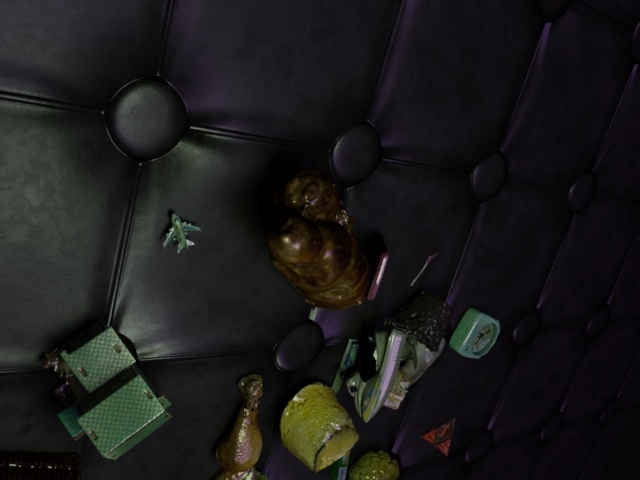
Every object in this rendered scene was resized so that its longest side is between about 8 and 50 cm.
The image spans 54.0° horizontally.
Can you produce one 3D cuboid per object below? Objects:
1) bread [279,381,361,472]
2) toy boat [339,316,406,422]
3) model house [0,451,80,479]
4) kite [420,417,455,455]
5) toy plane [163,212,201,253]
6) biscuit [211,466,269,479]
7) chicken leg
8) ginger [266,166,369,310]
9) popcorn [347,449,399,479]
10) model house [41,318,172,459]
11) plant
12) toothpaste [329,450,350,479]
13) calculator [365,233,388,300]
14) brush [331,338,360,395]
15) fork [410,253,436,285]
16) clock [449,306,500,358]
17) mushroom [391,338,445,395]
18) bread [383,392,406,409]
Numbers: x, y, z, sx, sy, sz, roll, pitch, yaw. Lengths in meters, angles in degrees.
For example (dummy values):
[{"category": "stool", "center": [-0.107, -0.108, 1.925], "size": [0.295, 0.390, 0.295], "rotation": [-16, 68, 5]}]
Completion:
[{"category": "bread", "center": [-0.008, 0.473, 1.596], "size": [0.197, 0.170, 0.197], "rotation": [-30, 140, -29]}, {"category": "toy boat", "center": [0.133, 0.331, 1.620], "size": [0.140, 0.140, 0.270], "rotation": [21, 100, -43]}, {"category": "model house", "center": [-0.504, 0.553, 1.205], "size": [0.317, 0.297, 0.283], "rotation": [23, 53, -38]}, {"category": "kite", "center": [0.422, 0.654, 2.135], "size": [0.125, 0.008, 0.222], "rotation": [-50, 133, -6]}, {"category": "toy plane", "center": [-0.275, -0.018, 1.222], "size": [0.080, 0.033, 0.083], "rotation": [-28, 120, -23]}, {"category": "biscuit", "center": [-0.203, 0.722, 1.639], "size": [0.335, 0.078, 0.329], "rotation": [29, 98, -41]}, {"category": "chicken leg", "center": [-0.182, 0.441, 1.504], "size": [0.107, 0.087, 0.252], "rotation": [-1, 107, -50]}, {"category": "ginger", "center": [0.000, 0.000, 1.343], "size": [0.418, 0.176, 0.254], "rotation": [54, 36, -54]}, {"category": "popcorn", "center": [0.157, 0.717, 1.885], "size": [0.173, 0.142, 0.174], "rotation": [-10, 102, -55]}, {"category": "model house", "center": [-0.390, 0.310, 1.184], "size": [0.178, 0.206, 0.271], "rotation": [-34, 130, -20]}, {"category": "plant", "center": [0.265, 0.242, 1.718], "size": [0.203, 0.142, 0.131], "rotation": [-59, 143, -9]}, {"category": "toothpaste", "center": [0.058, 0.616, 1.807], "size": [0.037, 0.043, 0.179], "rotation": [-12, 119, -37]}, {"category": "calculator", "center": [0.127, 0.059, 1.493], "size": [0.034, 0.190, 0.127], "rotation": [18, 103, -3]}, {"category": "brush", "center": [0.066, 0.346, 1.682], "size": [0.033, 0.030, 0.179], "rotation": [5, 110, -50]}, {"category": "fork", "center": [0.282, 0.078, 1.724], "size": [0.016, 0.012, 0.115], "rotation": [34, 94, -39]}, {"category": "clock", "center": [0.493, 0.298, 1.969], "size": [0.188, 0.060, 0.148], "rotation": [26, 94, -43]}, {"category": "mushroom", "center": [0.268, 0.349, 1.785], "size": [0.223, 0.081, 0.092], "rotation": [-45, 147, -28]}, {"category": "bread", "center": [0.167, 0.421, 1.811], "size": [0.139, 0.084, 0.074], "rotation": [22, 100, -12]}]
